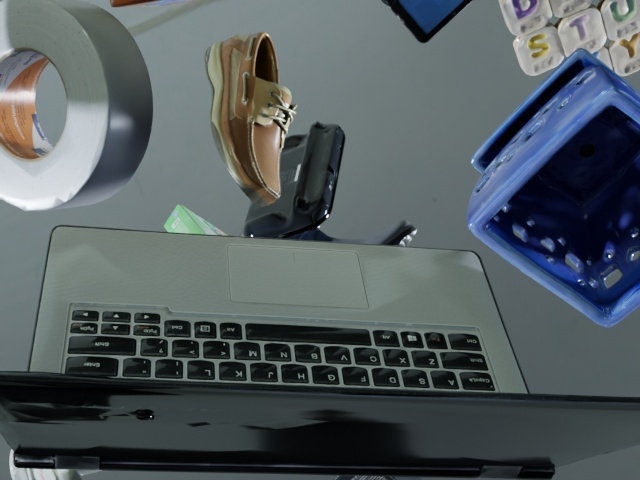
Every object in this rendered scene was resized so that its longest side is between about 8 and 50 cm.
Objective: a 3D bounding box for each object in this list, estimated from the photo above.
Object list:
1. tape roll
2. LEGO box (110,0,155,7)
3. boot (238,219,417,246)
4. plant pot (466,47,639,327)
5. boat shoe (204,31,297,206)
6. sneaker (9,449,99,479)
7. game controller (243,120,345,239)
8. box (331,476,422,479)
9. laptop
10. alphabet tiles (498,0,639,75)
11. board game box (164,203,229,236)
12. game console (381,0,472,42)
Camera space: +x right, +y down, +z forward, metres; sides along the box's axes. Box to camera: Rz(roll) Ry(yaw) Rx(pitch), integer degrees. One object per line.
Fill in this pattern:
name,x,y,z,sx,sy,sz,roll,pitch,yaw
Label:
tape roll,-0.282,-0.142,1.092,0.072,0.219,0.219,-13,132,-60
LEGO box,-0.070,-0.533,1.131,0.372,0.193,0.501,-6,101,16
boot,0.000,0.000,2.003,0.338,0.223,0.118,-32,163,-16
plant pot,0.328,-0.077,1.261,0.236,0.212,0.236,35,115,-16
boat shoe,-0.105,-0.213,1.690,0.119,0.324,0.122,-24,149,18
sneaker,-0.296,0.251,1.372,0.115,0.232,0.090,4,119,21
game controller,-0.045,-0.103,1.848,0.166,0.319,0.067,-26,118,24
box,0.044,0.420,1.389,0.184,0.103,0.261,45,100,9
laptop,-0.006,0.039,0.706,0.381,0.408,0.236,4,126,-10
alphabet tiles,0.370,-0.310,1.302,0.284,0.021,0.278,-23,134,8
board game box,-0.096,0.059,1.497,0.213,0.317,0.046,34,93,-26
game console,0.163,-0.382,1.506,0.144,0.085,0.124,-44,156,-15
